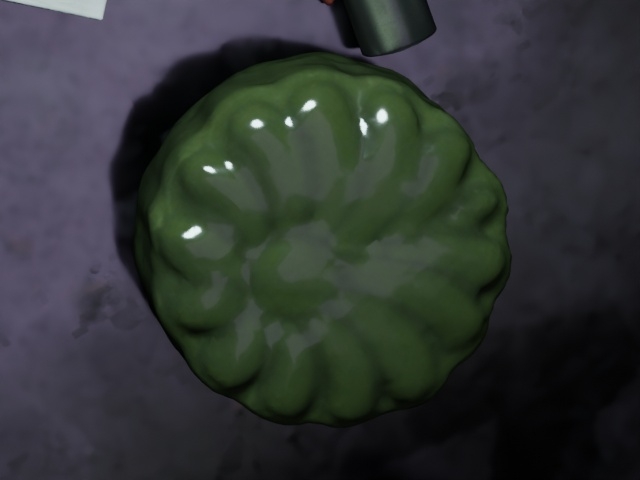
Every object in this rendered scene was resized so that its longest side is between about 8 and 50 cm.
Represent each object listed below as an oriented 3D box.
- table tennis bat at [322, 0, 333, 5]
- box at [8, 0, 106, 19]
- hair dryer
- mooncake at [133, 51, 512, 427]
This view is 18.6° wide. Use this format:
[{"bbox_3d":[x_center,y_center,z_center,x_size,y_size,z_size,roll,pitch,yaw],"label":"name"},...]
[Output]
[{"bbox_3d":[-0.048,-0.279,1.890,0.155,0.019,0.098,33,92,-15],"label":"table tennis bat"},{"bbox_3d":[-0.271,-0.346,1.769,0.194,0.111,0.260,11,97,-16],"label":"box"},{"bbox_3d":[0.119,-0.314,1.905,0.248,0.078,0.195,-25,106,-18],"label":"hair dryer"},{"bbox_3d":[0.000,0.000,1.870,0.356,0.194,0.356,-3,102,-14],"label":"mooncake"}]
